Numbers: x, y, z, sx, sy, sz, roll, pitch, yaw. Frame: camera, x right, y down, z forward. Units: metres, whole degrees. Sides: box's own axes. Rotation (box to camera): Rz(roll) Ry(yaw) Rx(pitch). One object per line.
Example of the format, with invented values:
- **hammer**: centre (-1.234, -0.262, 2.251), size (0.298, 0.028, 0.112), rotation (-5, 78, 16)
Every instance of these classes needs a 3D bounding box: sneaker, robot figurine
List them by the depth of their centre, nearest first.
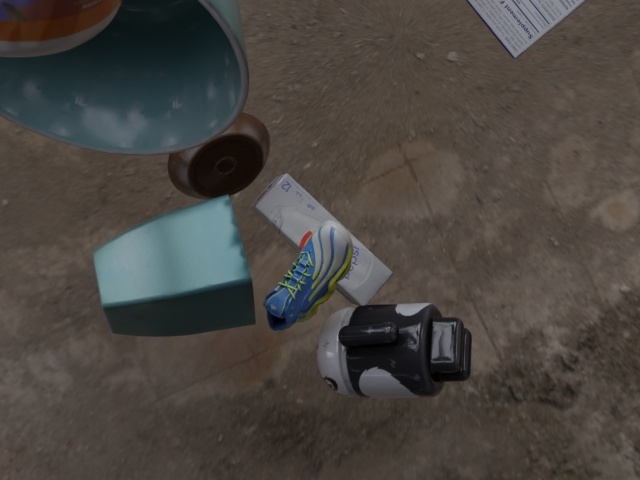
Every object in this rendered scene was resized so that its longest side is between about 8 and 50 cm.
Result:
- **sneaker**: centre (-0.026, 0.076, 1.694), size (0.091, 0.126, 0.240), rotation (36, 132, 14)
- **robot figurine**: centre (0.129, 0.202, 1.782), size (0.278, 0.173, 0.209), rotation (-4, 117, 22)

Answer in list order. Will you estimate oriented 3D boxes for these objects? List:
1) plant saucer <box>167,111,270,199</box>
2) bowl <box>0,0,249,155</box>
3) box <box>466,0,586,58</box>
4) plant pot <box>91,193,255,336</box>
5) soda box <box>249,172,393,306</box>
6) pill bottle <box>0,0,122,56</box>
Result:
- **plant saucer**: centre (-0.176, -0.143, 1.781), size (0.198, 0.036, 0.199), rotation (-18, 138, -17)
- **bowl**: centre (-0.202, -0.231, 0.907), size (0.311, 0.311, 0.163), rotation (10, 60, 2)
- **box**: centre (0.240, -0.301, 1.142), size (0.137, 0.072, 0.126), rotation (-39, 92, 16)
- **plant pot**: centre (-0.239, 0.059, 1.598), size (0.234, 0.166, 0.166), rotation (-13, 62, -8)
- **soda box**: centre (0.000, 0.000, 1.896), size (0.286, 0.098, 0.091), rotation (43, 82, -10)
- **pill bottle**: centre (-0.126, -0.192, 0.396), size (0.121, 0.121, 0.216), rotation (22, 135, 0)
